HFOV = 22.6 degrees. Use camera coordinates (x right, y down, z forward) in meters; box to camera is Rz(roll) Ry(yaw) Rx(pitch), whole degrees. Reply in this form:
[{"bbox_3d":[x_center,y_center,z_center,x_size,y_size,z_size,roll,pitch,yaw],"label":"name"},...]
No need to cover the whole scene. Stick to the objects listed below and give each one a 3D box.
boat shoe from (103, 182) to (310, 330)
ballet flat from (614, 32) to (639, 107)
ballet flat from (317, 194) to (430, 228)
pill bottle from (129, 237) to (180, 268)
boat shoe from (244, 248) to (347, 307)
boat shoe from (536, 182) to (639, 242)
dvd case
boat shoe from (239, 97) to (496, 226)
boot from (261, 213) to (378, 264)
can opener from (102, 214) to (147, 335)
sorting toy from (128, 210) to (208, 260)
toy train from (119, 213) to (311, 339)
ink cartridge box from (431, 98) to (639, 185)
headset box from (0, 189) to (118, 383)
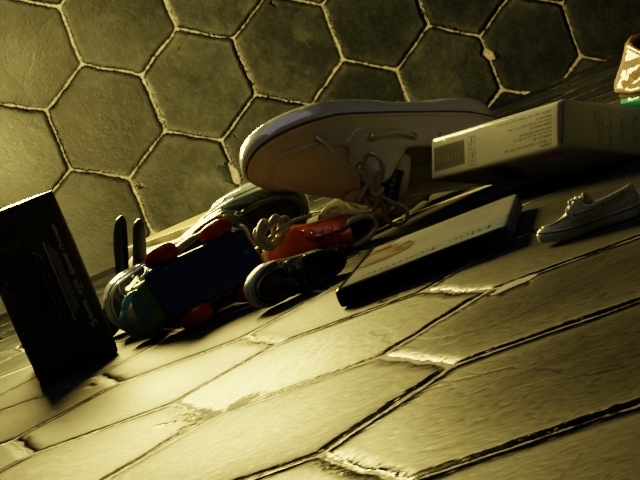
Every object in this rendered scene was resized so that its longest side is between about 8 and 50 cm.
[{"bbox_3d":[-0.129,0.026,2.125,0.335,0.121,0.119,-37,19,-26],"label":"boat shoe"},{"bbox_3d":[0.422,-0.199,1.778,0.107,0.106,0.316,7,3,-22],"label":"ballet flat"},{"bbox_3d":[0.086,-0.048,2.237,0.084,0.058,0.250,27,40,29],"label":"ballet flat"},{"bbox_3d":[-0.206,0.043,2.302,0.087,0.087,0.160,-26,7,-38],"label":"pill bottle"},{"bbox_3d":[-0.027,0.038,1.811,0.040,0.049,0.142,-16,5,46],"label":"boat shoe"},{"bbox_3d":[0.235,-0.026,1.418,0.100,0.035,0.035,-19,6,27],"label":"boat shoe"},{"bbox_3d":[0.118,0.007,1.656,0.180,0.022,0.253,-21,5,12],"label":"dvd case"},{"bbox_3d":[0.082,-0.091,2.134,0.367,0.156,0.136,-5,-45,-17],"label":"boat shoe"},{"bbox_3d":[0.000,0.000,2.062,0.158,0.059,0.084,-24,10,-32],"label":"boot"},{"bbox_3d":[-0.257,0.045,2.159,0.059,0.186,0.073,10,34,-3],"label":"can opener"},{"bbox_3d":[-0.146,-0.009,2.591,0.257,0.089,0.255,-18,6,41],"label":"sorting toy"},{"bbox_3d":[-0.130,0.042,1.987,0.248,0.105,0.143,-26,-7,-39],"label":"toy train"},{"bbox_3d":[0.303,-0.109,1.918,0.238,0.060,0.275,4,-8,-28],"label":"ink cartridge box"},{"bbox_3d":[-0.354,0.056,2.042,0.110,0.218,0.293,-23,4,-10],"label":"headset box"}]
